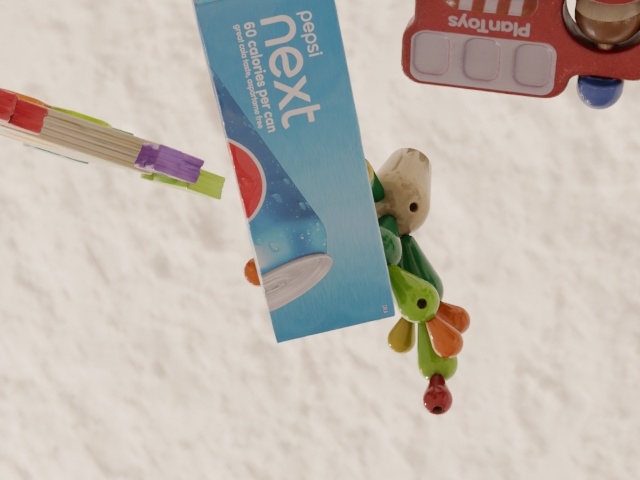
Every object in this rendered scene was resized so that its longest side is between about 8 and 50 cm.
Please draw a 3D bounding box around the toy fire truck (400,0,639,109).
[{"bbox_3d":[0.238,-0.257,1.705,0.302,0.169,0.254,8,128,8],"label":"toy fire truck"}]

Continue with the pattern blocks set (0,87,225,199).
[{"bbox_3d":[-0.199,-0.081,1.181,0.325,0.285,0.026,14,86,55],"label":"pattern blocks set"}]

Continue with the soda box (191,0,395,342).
[{"bbox_3d":[-0.014,-0.052,0.900,0.071,0.067,0.210,-13,121,-1],"label":"soda box"}]

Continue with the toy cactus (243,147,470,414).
[{"bbox_3d":[0.039,0.002,1.173,0.112,0.180,0.219,-31,110,33],"label":"toy cactus"}]
